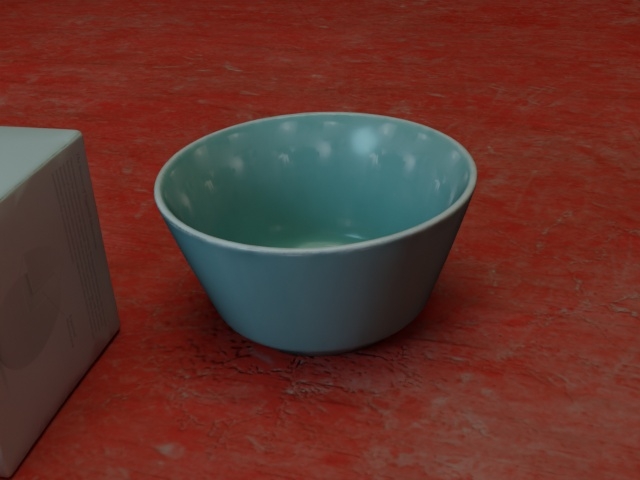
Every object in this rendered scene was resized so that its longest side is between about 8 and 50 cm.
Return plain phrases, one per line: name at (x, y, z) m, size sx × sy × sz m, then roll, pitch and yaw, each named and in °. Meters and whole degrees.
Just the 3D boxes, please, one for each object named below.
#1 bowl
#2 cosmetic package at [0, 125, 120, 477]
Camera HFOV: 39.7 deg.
bowl at (0.000, 0.000, 0.895) m, size 0.311 × 0.163 × 0.311 m, roll -3°, pitch 30°, yaw 2°
cosmetic package at (-0.300, 0.043, 0.788) m, size 0.138 × 0.224 × 0.224 m, roll 5°, pitch 30°, yaw 14°
